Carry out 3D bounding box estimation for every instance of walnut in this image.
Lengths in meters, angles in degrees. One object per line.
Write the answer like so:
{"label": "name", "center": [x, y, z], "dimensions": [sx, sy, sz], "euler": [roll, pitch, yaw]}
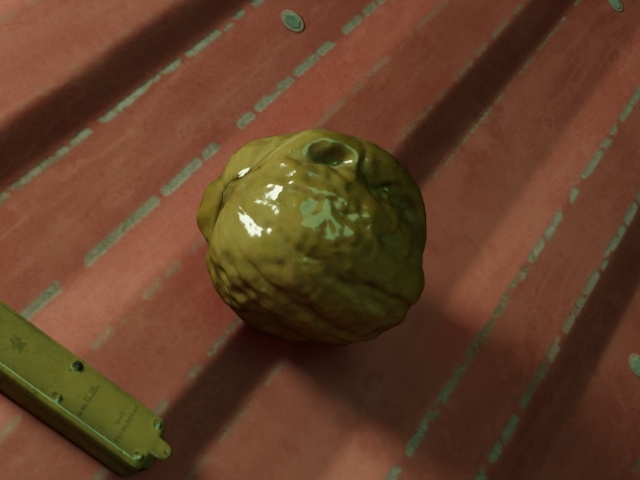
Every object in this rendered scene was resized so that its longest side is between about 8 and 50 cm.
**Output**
{"label": "walnut", "center": [0.000, 0.000, 1.278], "dimensions": [0.257, 0.257, 0.224], "euler": [17, 21, -27]}

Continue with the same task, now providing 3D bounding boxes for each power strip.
{"label": "power strip", "center": [-0.270, 0.122, 1.121], "dimensions": [0.305, 0.044, 0.064], "euler": [38, 46, -11]}
